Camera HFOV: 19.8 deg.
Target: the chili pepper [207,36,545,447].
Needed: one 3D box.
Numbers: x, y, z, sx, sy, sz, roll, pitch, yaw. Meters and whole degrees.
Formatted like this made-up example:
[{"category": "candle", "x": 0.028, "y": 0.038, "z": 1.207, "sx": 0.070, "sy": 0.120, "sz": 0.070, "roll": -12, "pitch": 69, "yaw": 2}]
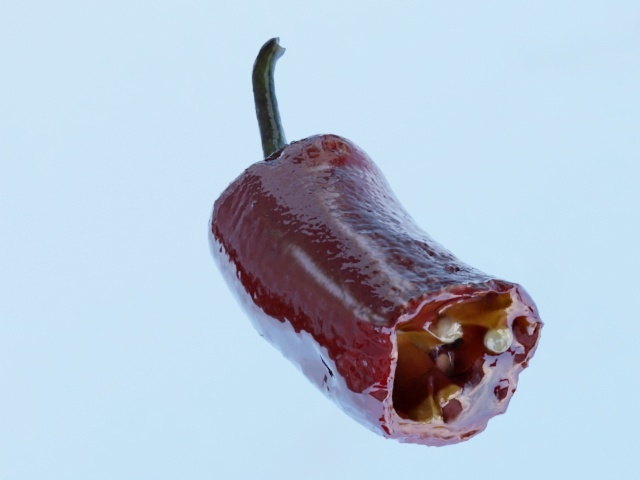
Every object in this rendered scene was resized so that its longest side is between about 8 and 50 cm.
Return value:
[{"category": "chili pepper", "x": -0.004, "y": 0.003, "z": 1.195, "sx": 0.135, "sy": 0.131, "sz": 0.338, "roll": -14, "pitch": -143, "yaw": -27}]
